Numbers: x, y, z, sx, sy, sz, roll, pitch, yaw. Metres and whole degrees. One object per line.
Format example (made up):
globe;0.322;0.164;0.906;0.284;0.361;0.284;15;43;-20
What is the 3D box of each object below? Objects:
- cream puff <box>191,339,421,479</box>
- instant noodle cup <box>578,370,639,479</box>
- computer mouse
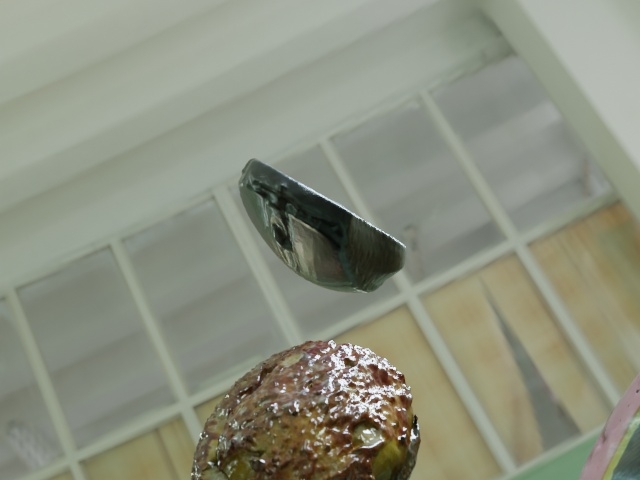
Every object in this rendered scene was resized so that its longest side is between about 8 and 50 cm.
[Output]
cream puff;-0.022;0.196;1.284;0.240;0.240;0.164;-35;-62;10
instant noodle cup;0.239;0.131;0.418;0.255;0.244;0.244;39;-66;-21
computer mouse;0.000;0.000;1.447;0.086;0.137;0.269;-60;-26;-1
